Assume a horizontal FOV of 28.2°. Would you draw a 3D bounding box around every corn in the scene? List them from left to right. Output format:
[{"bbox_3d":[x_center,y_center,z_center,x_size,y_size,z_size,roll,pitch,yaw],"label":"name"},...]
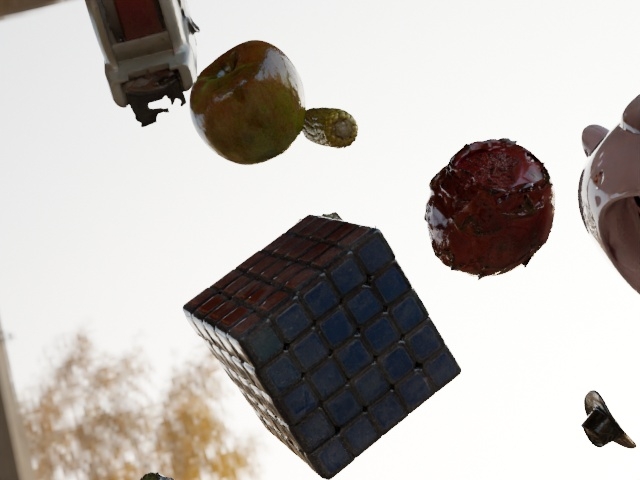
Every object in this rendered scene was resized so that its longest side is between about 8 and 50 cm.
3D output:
[{"bbox_3d":[0.011,-0.195,2.191,0.072,0.072,0.203,-13,10,-13],"label":"corn"}]

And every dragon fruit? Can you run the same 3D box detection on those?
[{"bbox_3d":[0.364,-0.067,2.783,0.295,0.296,0.302,2,-49,-35],"label":"dragon fruit"}]

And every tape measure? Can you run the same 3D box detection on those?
[{"bbox_3d":[-0.234,-0.307,1.680,0.130,0.258,0.265,-13,-72,1],"label":"tape measure"}]

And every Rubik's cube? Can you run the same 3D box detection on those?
[{"bbox_3d":[0.000,0.130,1.661,0.237,0.237,0.238,-36,18,-14],"label":"Rubik's cube"}]

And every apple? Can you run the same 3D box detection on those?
[{"bbox_3d":[-0.114,-0.220,2.089,0.196,0.196,0.196,-15,-28,-9],"label":"apple"}]

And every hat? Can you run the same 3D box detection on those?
[{"bbox_3d":[0.442,0.295,2.016,0.050,0.121,0.121,-33,-26,-12],"label":"hat"}]

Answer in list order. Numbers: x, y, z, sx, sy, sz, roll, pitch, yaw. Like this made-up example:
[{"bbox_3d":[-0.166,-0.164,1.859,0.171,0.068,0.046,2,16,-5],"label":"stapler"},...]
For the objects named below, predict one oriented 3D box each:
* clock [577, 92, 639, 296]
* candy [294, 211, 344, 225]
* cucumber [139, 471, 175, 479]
[{"bbox_3d":[0.508,-0.044,1.771,0.250,0.368,0.376,-38,15,-14],"label":"clock"},{"bbox_3d":[0.000,0.000,2.316,0.110,0.085,0.095,-7,-65,-18],"label":"candy"},{"bbox_3d":[-0.151,0.498,2.121,0.359,0.096,0.096,33,-53,-24],"label":"cucumber"}]
